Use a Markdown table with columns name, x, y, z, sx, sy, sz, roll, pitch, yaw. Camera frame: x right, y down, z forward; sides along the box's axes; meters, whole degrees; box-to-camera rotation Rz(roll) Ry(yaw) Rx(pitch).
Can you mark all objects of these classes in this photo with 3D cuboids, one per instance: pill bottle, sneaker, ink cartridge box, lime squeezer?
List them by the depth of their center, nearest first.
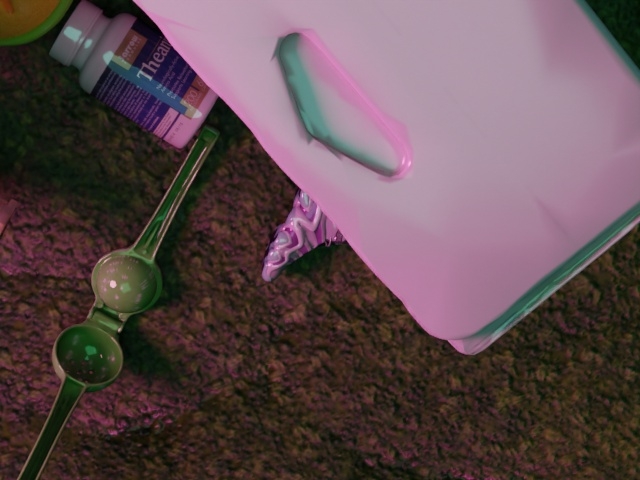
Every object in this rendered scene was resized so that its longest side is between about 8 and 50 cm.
| name | x | y | z | sx | sy | sz | roll | pitch | yaw |
| --- | --- | --- | --- | --- | --- | --- | --- | --- | --- |
| ink cartridge box | 0.035 | -0.143 | 0.783 | 0.166 | 0.395 | 0.285 | -40 | 105 | 10 |
| pill bottle | -0.136 | -0.125 | 0.953 | 0.120 | 0.067 | 0.067 | 32 | 104 | -12 |
| lime squeezer | -0.165 | 0.052 | 0.997 | 0.059 | 0.110 | 0.310 | 25 | 74 | 7 |
| sneaker | 0.000 | 0.000 | 1.013 | 0.069 | 0.038 | 0.098 | 26 | 105 | -9 |

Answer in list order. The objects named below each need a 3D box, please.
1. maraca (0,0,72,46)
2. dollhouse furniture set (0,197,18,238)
| name | x | y | z | sx | sy | sz | roll | pitch | yaw |
| --- | --- | --- | --- | --- | --- | --- | --- | --- | --- |
| maraca | -0.245 | -0.215 | 0.909 | 0.186 | 0.099 | 0.127 | 36 | 102 | 14 |
| dollhouse furniture set | -0.330 | -0.033 | 0.981 | 0.182 | 0.101 | 0.161 | 28 | 129 | -11 |
